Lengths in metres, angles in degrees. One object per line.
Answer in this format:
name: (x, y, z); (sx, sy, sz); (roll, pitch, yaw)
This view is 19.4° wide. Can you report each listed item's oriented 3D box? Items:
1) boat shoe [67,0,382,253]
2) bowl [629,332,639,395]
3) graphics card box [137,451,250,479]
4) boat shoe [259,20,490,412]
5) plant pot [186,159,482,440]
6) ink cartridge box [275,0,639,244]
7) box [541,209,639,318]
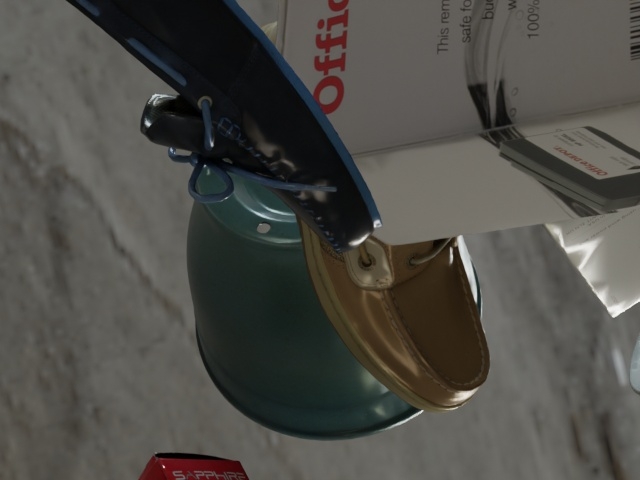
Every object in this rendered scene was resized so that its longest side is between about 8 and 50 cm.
boat shoe: (-0.070, -0.087, 1.050); (0.258, 0.089, 0.109); (50, -5, -11)
bowl: (0.417, 0.050, 1.676); (0.134, 0.298, 0.298); (33, 25, -5)
graphics card box: (-0.075, 0.374, 1.427); (0.094, 0.233, 0.371); (9, 35, -39)
boat shoe: (0.052, -0.020, 1.441); (0.121, 0.110, 0.341); (-42, 109, -45)
plant pot: (0.000, 0.000, 1.653); (0.255, 0.271, 0.272); (76, 9, -56)
ink cartridge box: (0.180, -0.175, 1.202); (0.166, 0.395, 0.285); (34, 55, -51)
box: (0.238, -0.065, 1.380); (0.182, 0.181, 0.119); (46, 13, -53)
